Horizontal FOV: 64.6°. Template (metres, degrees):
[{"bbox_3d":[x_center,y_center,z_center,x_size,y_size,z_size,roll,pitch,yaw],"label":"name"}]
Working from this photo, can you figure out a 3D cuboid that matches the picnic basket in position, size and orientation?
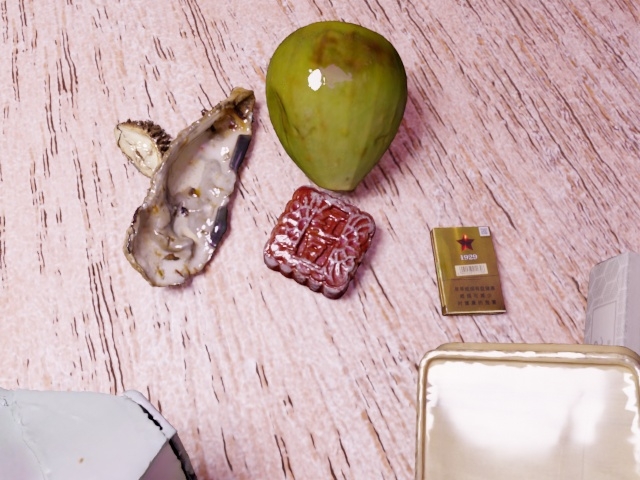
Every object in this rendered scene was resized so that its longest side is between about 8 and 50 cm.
[{"bbox_3d":[0.230,0.272,0.535,0.227,0.175,0.313,-4,70,28],"label":"picnic basket"}]

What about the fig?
[{"bbox_3d":[0.020,-0.196,0.721,0.206,0.207,0.230,9,68,-1],"label":"fig"}]

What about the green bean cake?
[{"bbox_3d":[0.000,0.000,0.722,0.135,0.056,0.135,26,68,5],"label":"green bean cake"}]

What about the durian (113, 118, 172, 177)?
[{"bbox_3d":[-0.263,-0.146,0.772,0.130,0.052,0.066,47,111,15],"label":"durian"}]

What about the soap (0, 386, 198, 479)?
[{"bbox_3d":[-0.326,0.296,0.406,0.261,0.156,0.446,28,49,35],"label":"soap"}]

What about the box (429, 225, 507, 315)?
[{"bbox_3d":[0.215,0.044,0.743,0.090,0.023,0.134,-2,69,-7],"label":"box"}]

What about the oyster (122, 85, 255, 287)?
[{"bbox_3d":[-0.173,-0.089,0.734,0.128,0.078,0.345,34,62,-28],"label":"oyster"}]

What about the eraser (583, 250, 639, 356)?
[{"bbox_3d":[0.403,0.220,0.654,0.098,0.096,0.405,17,69,0],"label":"eraser"}]
